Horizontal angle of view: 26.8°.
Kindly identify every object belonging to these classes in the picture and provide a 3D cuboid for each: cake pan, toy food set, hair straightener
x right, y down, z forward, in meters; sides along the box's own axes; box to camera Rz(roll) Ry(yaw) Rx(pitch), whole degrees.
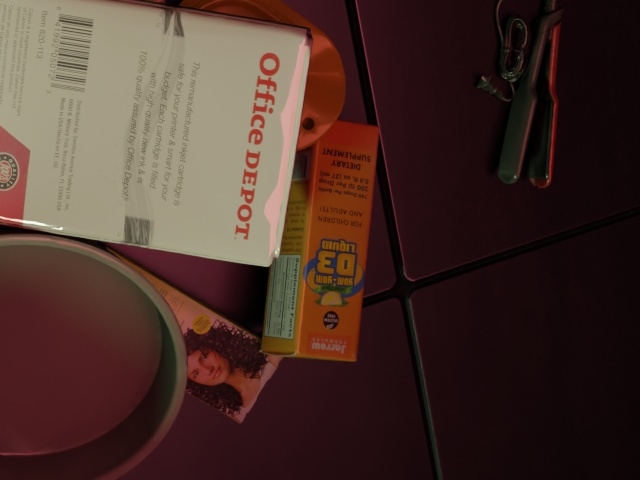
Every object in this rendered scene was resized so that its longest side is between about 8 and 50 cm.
[{"bbox_3d":[-0.268,0.111,1.221,0.293,0.054,0.293,-5,120,-9],"label":"cake pan"},{"bbox_3d":[-0.077,-0.172,1.257,0.218,0.071,0.128,37,92,-5],"label":"toy food set"},{"bbox_3d":[0.212,-0.172,1.408,0.089,0.047,0.230,3,101,-24],"label":"hair straightener"}]

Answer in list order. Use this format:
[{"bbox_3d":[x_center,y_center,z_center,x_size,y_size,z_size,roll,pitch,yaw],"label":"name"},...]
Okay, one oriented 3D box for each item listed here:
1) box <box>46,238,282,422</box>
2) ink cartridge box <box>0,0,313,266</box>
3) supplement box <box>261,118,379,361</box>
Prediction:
[{"bbox_3d":[-0.153,0.085,1.307,0.232,0.058,0.087,32,89,-25],"label":"box"},{"bbox_3d":[-0.158,-0.104,1.169,0.283,0.117,0.207,9,100,0],"label":"ink cartridge box"},{"bbox_3d":[0.000,0.000,1.313,0.078,0.080,0.233,7,88,-31],"label":"supplement box"}]
